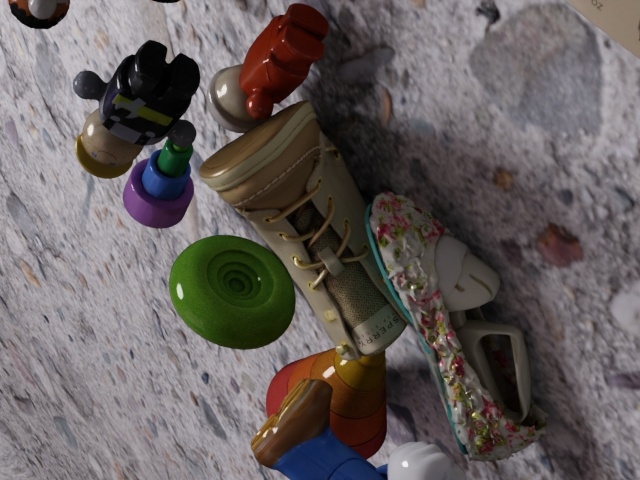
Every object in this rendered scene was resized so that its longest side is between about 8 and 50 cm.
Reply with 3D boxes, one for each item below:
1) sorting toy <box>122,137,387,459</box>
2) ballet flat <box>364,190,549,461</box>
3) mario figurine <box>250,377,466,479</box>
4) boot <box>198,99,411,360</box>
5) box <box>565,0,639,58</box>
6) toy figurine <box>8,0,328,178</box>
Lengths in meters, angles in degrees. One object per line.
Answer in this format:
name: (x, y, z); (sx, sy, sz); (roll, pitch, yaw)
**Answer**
sorting toy: (-0.050, 0.037, 1.198); (0.365, 0.127, 0.126); (50, 140, 16)
ballet flat: (0.114, 0.063, 1.001); (0.077, 0.091, 0.241); (-14, 110, 30)
mario figurine: (0.105, 0.220, 1.065); (0.320, 0.198, 0.170); (40, 118, 0)
boot: (0.000, 0.000, 1.007); (0.203, 0.095, 0.262); (60, -176, -3)
box: (0.201, -0.221, 0.503); (0.121, 0.148, 0.311); (45, 150, 25)
toy figurine: (-0.126, -0.171, 1.016); (0.213, 0.209, 0.148); (59, 142, 5)
